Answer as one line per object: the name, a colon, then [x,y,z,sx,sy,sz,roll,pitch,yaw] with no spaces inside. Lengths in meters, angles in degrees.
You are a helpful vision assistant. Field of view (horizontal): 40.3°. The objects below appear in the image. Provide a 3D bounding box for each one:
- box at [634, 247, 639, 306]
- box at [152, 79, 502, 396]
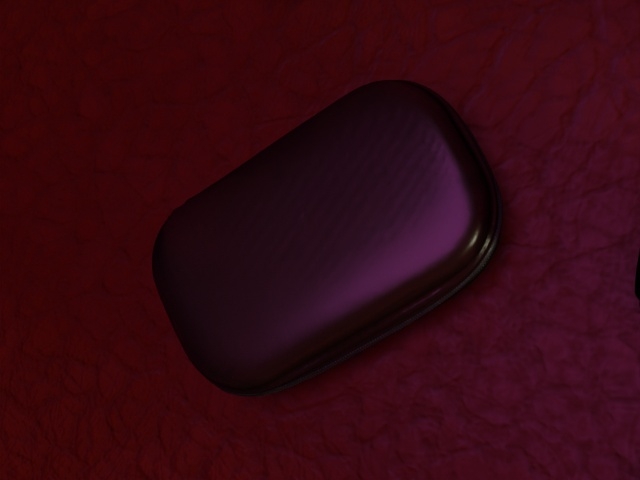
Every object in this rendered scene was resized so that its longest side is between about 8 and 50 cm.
box: [0.445,0.034,0.714,0.329,0.253,0.177,25,83,23]
box: [0.000,0.000,0.973,0.404,0.108,0.263,-31,71,15]
